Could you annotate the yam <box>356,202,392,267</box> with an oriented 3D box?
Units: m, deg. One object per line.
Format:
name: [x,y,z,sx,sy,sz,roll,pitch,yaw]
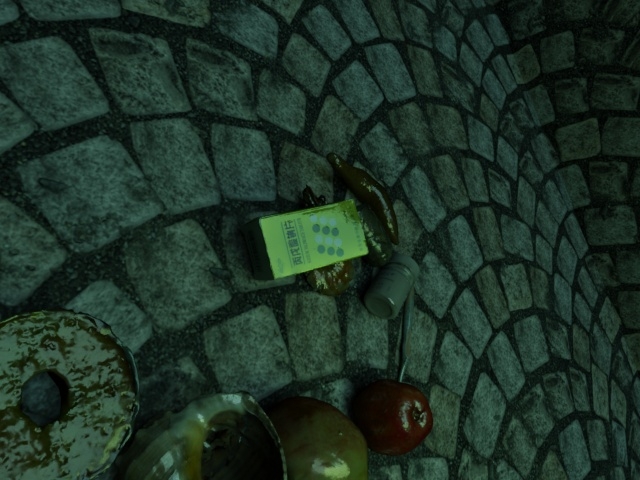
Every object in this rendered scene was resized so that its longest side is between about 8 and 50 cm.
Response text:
yam: [0.124,-0.020,1.209,0.183,0.107,0.107,55,50,-19]

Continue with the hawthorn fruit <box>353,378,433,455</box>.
hawthorn fruit: [0.175,0.417,1.057,0.189,0.189,0.190,14,67,-35]

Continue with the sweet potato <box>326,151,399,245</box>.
sweet potato: [0.135,-0.136,1.256,0.346,0.079,0.108,47,25,-25]

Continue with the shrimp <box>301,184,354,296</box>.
shrimp: [0.001,0.000,1.129,0.153,0.062,0.295,-16,87,-35]

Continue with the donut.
donut: [-0.423,0.243,0.681,0.271,0.107,0.272,19,60,-35]

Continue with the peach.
peach: [-0.010,0.431,0.876,0.256,0.232,0.233,12,68,-46]

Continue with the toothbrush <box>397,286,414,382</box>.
toothbrush: [0.241,0.296,1.245,0.028,0.037,0.376,31,56,-31]

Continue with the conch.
conch: [-0.175,0.395,0.737,0.263,0.186,0.324,-43,70,-13]

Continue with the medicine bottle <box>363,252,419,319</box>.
medicine bottle: [0.196,0.125,1.215,0.105,0.105,0.168,50,52,-15]

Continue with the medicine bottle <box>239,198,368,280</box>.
medicine bottle: [-0.037,-0.004,1.008,0.250,0.141,0.137,-14,92,-25]
